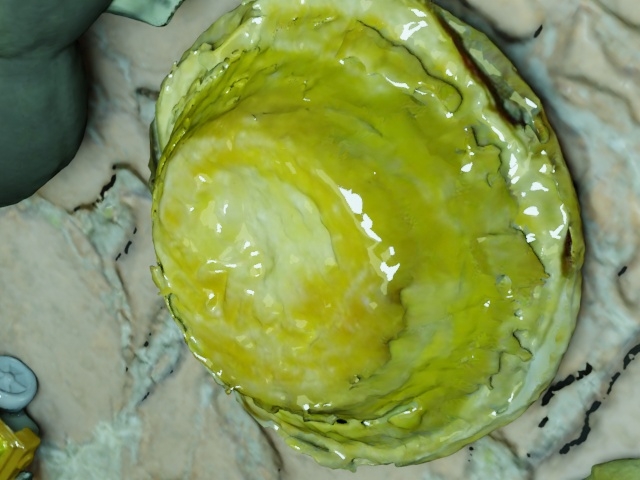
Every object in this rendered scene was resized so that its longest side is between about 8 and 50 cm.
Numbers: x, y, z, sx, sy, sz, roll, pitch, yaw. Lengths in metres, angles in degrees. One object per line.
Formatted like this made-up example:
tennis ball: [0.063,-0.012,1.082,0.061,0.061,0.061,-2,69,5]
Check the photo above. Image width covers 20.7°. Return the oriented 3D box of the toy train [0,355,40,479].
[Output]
toy train: [-0.275,0.106,1.173,0.219,0.127,0.089,46,127,12]

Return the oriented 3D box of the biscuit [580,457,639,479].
biscuit: [0.202,0.197,0.922,0.273,0.036,0.187,-4,105,37]

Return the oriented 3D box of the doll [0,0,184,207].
doll: [-0.264,-0.217,0.972,0.382,0.252,0.379,49,128,19]

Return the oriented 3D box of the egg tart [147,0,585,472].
egg tart: [0.000,0.000,0.943,0.294,0.116,0.295,14,114,33]
